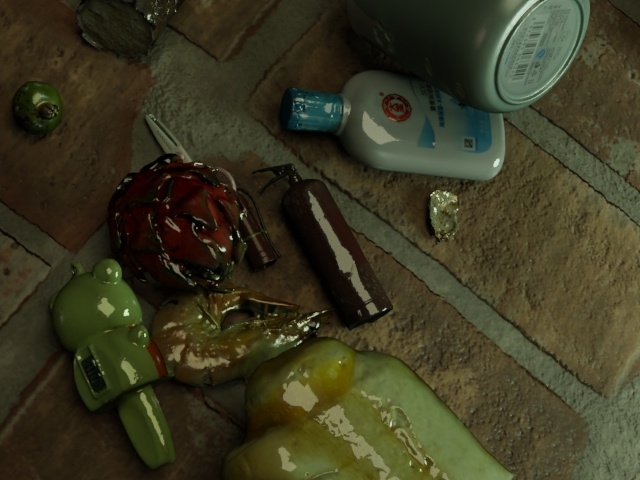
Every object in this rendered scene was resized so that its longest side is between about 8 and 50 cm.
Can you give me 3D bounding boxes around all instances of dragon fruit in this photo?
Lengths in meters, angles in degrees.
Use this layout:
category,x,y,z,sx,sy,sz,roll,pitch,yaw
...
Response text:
category,x,y,z,sx,sy,sz,roll,pitch,yaw
dragon fruit,-0.186,-0.021,1.686,0.189,0.182,0.182,15,65,-5

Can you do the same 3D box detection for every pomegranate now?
category,x,y,z,sx,sy,sz,roll,pitch,yaw
pomegranate,-0.379,-0.173,1.731,0.073,0.073,0.084,-10,45,-23

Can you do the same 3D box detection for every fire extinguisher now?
category,x,y,z,sx,sy,sz,roll,pitch,yaw
fire extinguisher,-0.105,-0.022,1.790,0.056,0.039,0.132,-28,80,-4
fire extinguisher,0.000,0.000,1.806,0.089,0.072,0.267,-30,80,5

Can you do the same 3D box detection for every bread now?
category,x,y,z,sx,sy,sz,roll,pitch,yaw
bread,0.029,0.293,1.619,0.341,0.210,0.300,45,50,2

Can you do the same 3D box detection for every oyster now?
category,x,y,z,sx,sy,sz,roll,pitch,yaw
oyster,0.181,-0.035,1.912,0.054,0.019,0.083,14,63,-16

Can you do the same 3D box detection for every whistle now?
category,x,y,z,sx,sy,sz,roll,pitch,yaw
whistle,-0.254,0.153,1.622,0.106,0.131,0.288,-14,73,-56

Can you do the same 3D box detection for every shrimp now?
category,x,y,z,sx,sy,sz,roll,pitch,yaw
shrimp,-0.102,0.116,1.728,0.267,0.061,0.145,-11,64,-21

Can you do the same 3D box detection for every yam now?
category,x,y,z,sx,sy,sz,roll,pitch,yaw
yam,-0.234,-0.394,1.849,0.131,0.131,0.279,31,61,-6

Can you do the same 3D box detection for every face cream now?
category,x,y,z,sx,sy,sz,roll,pitch,yaw
face cream,0.107,-0.177,1.907,0.337,0.080,0.163,6,64,-18

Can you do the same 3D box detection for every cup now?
category,x,y,z,sx,sy,sz,roll,pitch,yaw
cup,0.249,-0.326,1.897,0.274,0.259,0.357,41,12,35

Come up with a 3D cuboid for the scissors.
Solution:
category,x,y,z,sx,sy,sz,roll,pitch,yaw
scissors,-0.192,-0.110,1.797,0.085,0.022,0.176,-38,76,5
